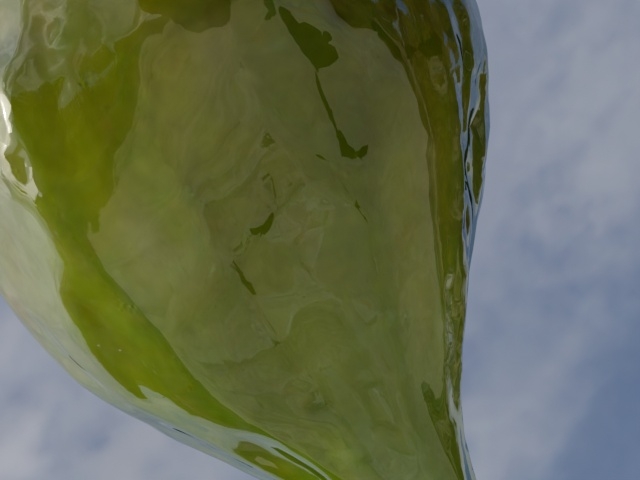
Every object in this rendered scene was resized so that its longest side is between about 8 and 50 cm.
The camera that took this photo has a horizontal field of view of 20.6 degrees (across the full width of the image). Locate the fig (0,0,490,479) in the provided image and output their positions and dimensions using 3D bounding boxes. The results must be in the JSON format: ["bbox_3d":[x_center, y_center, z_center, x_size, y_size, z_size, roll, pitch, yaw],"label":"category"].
[{"bbox_3d":[-0.008,-0.026,0.670,0.233,0.314,0.233,-30,-37,-25],"label":"fig"}]
